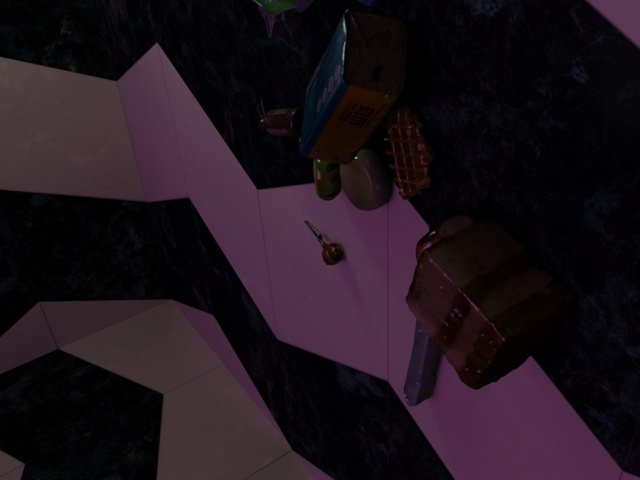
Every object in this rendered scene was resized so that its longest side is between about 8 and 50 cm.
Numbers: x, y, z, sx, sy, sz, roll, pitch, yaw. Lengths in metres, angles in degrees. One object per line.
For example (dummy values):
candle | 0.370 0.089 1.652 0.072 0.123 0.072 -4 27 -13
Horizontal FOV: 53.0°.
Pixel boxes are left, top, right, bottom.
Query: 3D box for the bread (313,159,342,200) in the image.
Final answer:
bread | 0.019 -0.163 1.567 0.130 0.071 0.139 -94 -1 -51

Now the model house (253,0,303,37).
model house | -0.105 -0.528 1.485 0.167 0.117 0.088 43 149 33

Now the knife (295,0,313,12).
knife | -0.008 -0.578 1.324 0.244 0.058 0.032 104 160 -50

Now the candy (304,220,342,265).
candy | 0.000 0.000 1.806 0.201 0.060 0.060 51 151 43

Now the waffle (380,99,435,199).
waffle | 0.171 -0.189 1.320 0.192 0.046 0.160 60 153 14

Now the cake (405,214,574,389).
cake | 0.278 0.096 1.183 0.293 0.196 0.199 51 152 27

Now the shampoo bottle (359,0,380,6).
shampoo bottle | 0.123 -0.519 1.117 0.104 0.061 0.258 59 154 16

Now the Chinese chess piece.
Chinese chess piece | 0.103 -0.140 1.476 0.144 0.058 0.144 43 144 42

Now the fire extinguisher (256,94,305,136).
fire extinguisher | -0.100 -0.328 1.698 0.252 0.075 0.106 17 98 59

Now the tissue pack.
tissue pack | 0.061 -0.297 1.282 0.271 0.134 0.192 131 147 -62

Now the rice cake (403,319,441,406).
rice cake | 0.250 0.285 1.540 0.063 0.066 0.336 45 148 36
